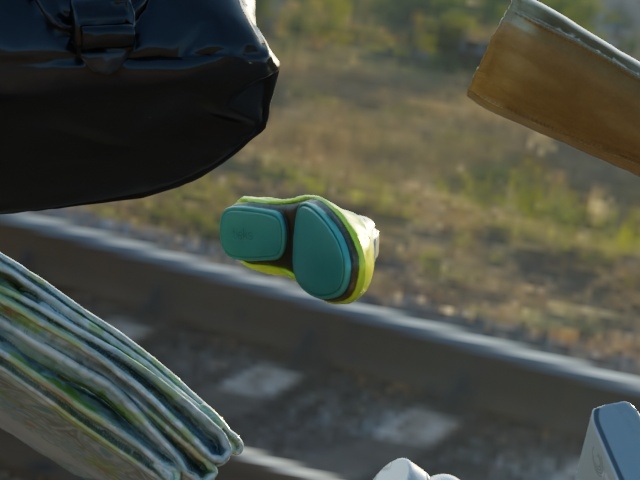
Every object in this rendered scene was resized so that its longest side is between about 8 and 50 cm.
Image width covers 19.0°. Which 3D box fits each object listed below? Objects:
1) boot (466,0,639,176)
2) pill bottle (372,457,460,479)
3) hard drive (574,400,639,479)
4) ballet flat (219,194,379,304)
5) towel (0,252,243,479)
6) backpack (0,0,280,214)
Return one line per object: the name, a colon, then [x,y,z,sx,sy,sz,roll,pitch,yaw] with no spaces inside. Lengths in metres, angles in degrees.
boot: [0.247,-0.078,1.572,0.269,0.089,0.236,24,-32,2]
pill bottle: [0.119,0.267,1.701,0.169,0.094,0.094,37,0,-18]
hard drive: [0.237,0.299,1.496,0.040,0.308,0.203,-10,50,-12]
ballet flat: [0.000,0.000,1.496,0.077,0.077,0.231,-1,8,-28]
towel: [-0.258,0.111,1.695,0.320,0.090,0.374,38,-18,-17]
backpack: [-0.183,-0.181,1.028,0.290,0.356,0.273,-5,-25,-8]
